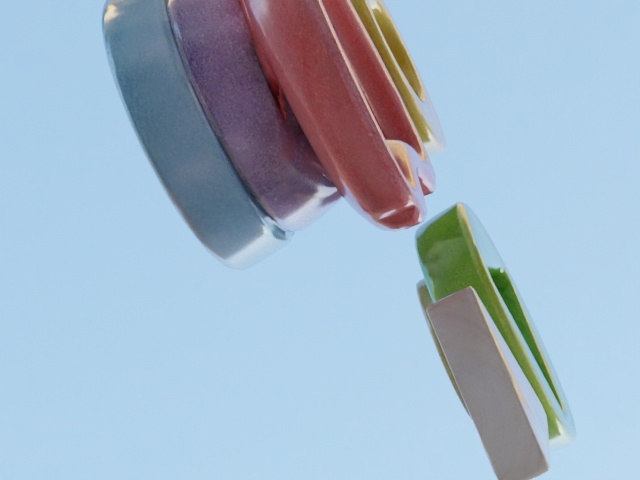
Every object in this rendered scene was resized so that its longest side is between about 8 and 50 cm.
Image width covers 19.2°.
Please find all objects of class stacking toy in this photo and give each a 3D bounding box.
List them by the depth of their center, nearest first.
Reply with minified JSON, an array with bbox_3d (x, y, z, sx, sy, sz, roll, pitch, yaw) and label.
[{"bbox_3d":[0.000,0.000,0.886,0.130,0.309,0.279,-26,-93,10],"label":"stacking toy"}]
